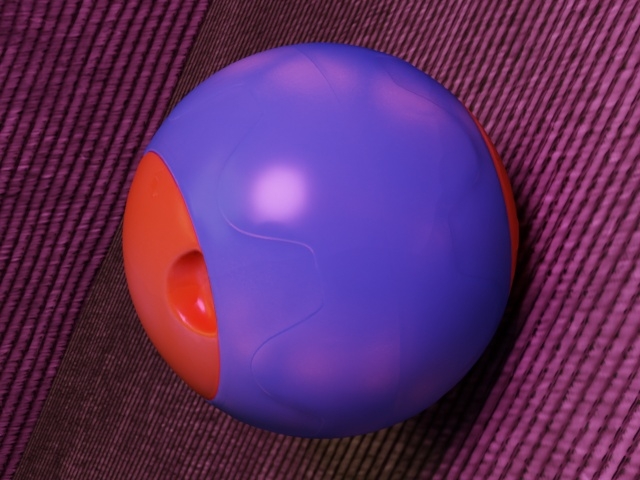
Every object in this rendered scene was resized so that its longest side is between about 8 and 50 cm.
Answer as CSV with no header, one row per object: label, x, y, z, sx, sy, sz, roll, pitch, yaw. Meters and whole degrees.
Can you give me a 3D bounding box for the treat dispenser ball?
treat dispenser ball,0.000,0.000,1.174,0.288,0.288,0.288,-54,26,41
